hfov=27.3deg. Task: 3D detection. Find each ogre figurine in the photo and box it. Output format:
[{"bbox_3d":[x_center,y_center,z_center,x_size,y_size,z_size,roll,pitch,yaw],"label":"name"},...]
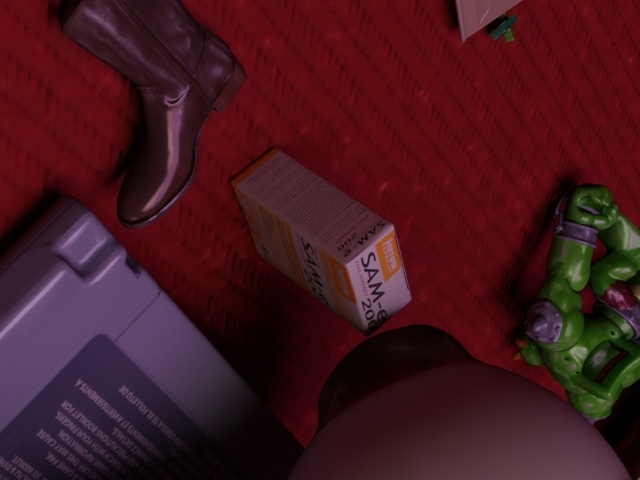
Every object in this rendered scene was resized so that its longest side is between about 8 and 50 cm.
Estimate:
[{"bbox_3d":[0.205,0.056,0.979,0.118,0.097,0.197,-54,155,-20],"label":"ogre figurine"}]

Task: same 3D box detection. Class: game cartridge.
[{"bbox_3d":[-0.127,0.128,0.715,0.198,0.062,0.297,-43,141,-8],"label":"game cartridge"}]

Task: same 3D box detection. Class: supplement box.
[{"bbox_3d":[0.000,0.000,0.714,0.036,0.098,0.062,-39,139,-19],"label":"supplement box"}]

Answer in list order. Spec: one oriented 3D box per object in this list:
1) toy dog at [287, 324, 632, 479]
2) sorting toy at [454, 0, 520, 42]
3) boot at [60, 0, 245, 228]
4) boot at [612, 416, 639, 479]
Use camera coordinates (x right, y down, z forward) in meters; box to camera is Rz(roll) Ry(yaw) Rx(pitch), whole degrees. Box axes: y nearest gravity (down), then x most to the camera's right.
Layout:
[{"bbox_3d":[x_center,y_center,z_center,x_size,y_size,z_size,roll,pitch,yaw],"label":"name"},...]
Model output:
[{"bbox_3d":[-0.024,0.216,0.637,0.408,0.284,0.395,-33,134,-23],"label":"toy dog"},{"bbox_3d":[0.099,-0.145,0.782,0.062,0.012,0.083,-39,136,-26],"label":"sorting toy"},{"bbox_3d":[-0.091,-0.073,0.614,0.106,0.037,0.114,-62,147,-12],"label":"boot"},{"bbox_3d":[0.290,0.164,1.096,0.264,0.096,0.280,-19,143,-38],"label":"boot"}]
